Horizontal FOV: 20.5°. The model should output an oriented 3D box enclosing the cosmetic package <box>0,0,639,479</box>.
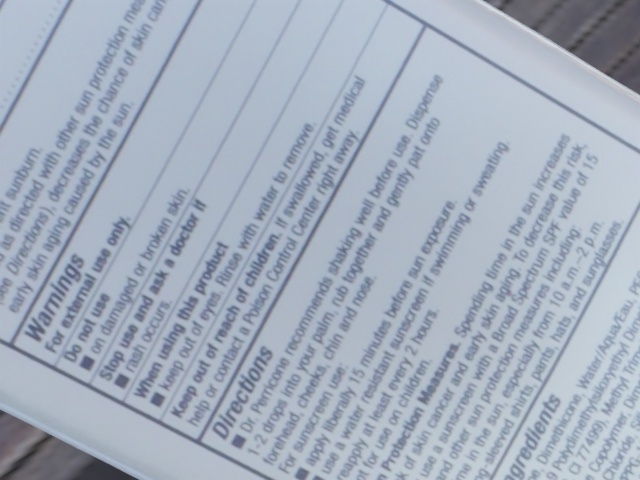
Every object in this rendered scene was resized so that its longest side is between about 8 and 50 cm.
[{"bbox_3d":[0.000,0.000,0.496,0.153,0.296,0.129,-60,14,0],"label":"cosmetic package"}]
